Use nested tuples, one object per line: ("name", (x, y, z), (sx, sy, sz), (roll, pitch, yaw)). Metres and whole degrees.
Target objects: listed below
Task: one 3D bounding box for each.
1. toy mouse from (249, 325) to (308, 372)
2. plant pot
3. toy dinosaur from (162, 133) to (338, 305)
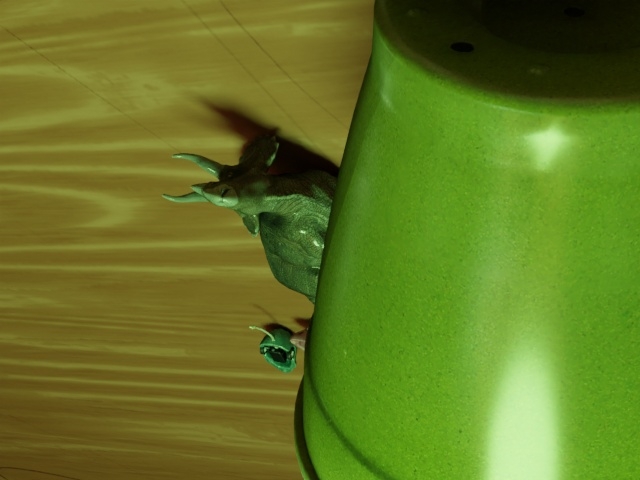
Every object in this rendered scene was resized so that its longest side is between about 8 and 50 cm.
("toy mouse", (-0.015, 0.115, 1.778), (0.143, 0.031, 0.161), (31, 152, -19))
("plant pot", (0.154, -0.010, 1.073), (0.366, 0.366, 0.353), (12, 130, 19))
("toy dinosaur", (0.000, 0.000, 1.496), (0.160, 0.121, 0.313), (21, 161, 29))
